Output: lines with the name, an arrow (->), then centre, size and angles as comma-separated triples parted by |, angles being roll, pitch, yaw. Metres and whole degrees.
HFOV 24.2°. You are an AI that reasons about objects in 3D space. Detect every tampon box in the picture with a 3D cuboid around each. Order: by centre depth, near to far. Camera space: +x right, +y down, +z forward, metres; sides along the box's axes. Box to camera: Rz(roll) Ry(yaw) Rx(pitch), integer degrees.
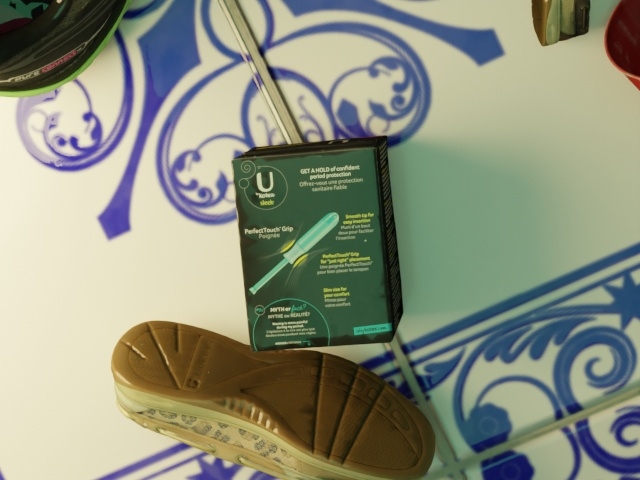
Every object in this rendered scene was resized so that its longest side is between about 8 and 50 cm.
tampon box -> 0.000, 0.000, 1.238 | 0.120, 0.101, 0.161 | -4, 99, 8

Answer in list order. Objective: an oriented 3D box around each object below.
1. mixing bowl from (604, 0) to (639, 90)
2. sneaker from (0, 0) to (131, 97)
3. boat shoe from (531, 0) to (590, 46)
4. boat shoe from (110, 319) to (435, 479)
mixing bowl -> 0.321, -0.146, 1.147 | 0.181, 0.181, 0.098 | -27, 123, 12
sneaker -> -0.173, -0.326, 1.151 | 0.185, 0.202, 0.482 | 22, 103, 3
boat shoe -> 0.196, -0.218, 1.171 | 0.049, 0.152, 0.056 | -11, 54, -7
boat shoe -> -0.041, 0.150, 1.283 | 0.285, 0.104, 0.089 | 19, 140, 9
